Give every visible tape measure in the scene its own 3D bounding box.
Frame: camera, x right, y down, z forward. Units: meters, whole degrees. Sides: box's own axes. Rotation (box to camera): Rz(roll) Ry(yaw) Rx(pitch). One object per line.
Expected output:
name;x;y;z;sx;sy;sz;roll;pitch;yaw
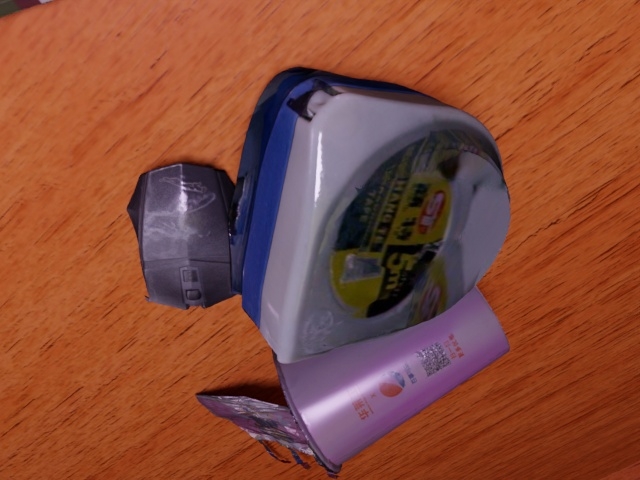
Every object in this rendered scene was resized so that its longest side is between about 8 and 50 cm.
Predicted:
tape measure;0.054;-0.021;0.518;0.262;0.138;0.259;-1;120;-27

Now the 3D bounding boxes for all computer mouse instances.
computer mouse;-0.147;0.013;0.573;0.126;0.071;0.231;-3;133;-14

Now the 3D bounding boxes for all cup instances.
cup;0.102;0.168;0.725;0.289;0.203;0.203;-29;133;2

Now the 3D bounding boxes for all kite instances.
kite;-0.064;0.346;0.883;0.204;0.022;0.360;0;141;25

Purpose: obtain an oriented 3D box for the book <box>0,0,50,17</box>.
book;-0.185;-0.270;0.332;0.290;0.026;0.201;-18;134;0
